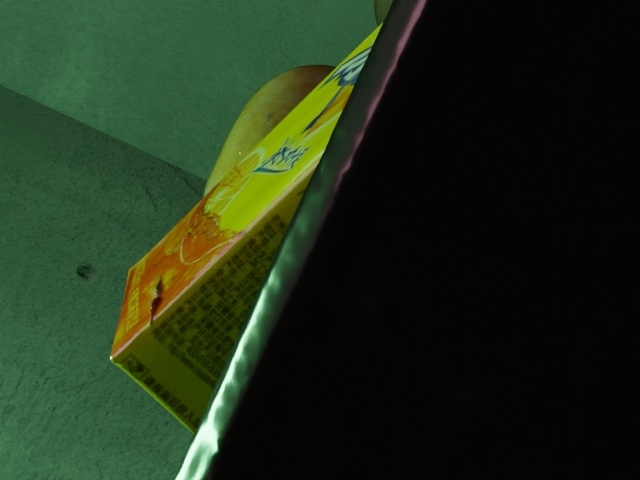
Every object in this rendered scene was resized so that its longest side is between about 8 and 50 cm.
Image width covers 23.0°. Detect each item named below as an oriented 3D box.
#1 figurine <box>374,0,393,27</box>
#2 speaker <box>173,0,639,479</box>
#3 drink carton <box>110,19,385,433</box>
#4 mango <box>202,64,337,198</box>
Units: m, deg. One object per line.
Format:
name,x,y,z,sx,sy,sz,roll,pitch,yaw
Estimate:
figurine,0.125,-0.223,1.311,0.161,0.158,0.275,54,-119,-85
speaker,0.074,0.025,0.513,0.388,0.180,0.184,-63,0,24
drink carton,0.032,-0.035,0.966,0.351,0.111,0.154,-43,17,14
mango,0.000,0.000,1.335,0.384,0.199,0.221,-96,-6,-47
